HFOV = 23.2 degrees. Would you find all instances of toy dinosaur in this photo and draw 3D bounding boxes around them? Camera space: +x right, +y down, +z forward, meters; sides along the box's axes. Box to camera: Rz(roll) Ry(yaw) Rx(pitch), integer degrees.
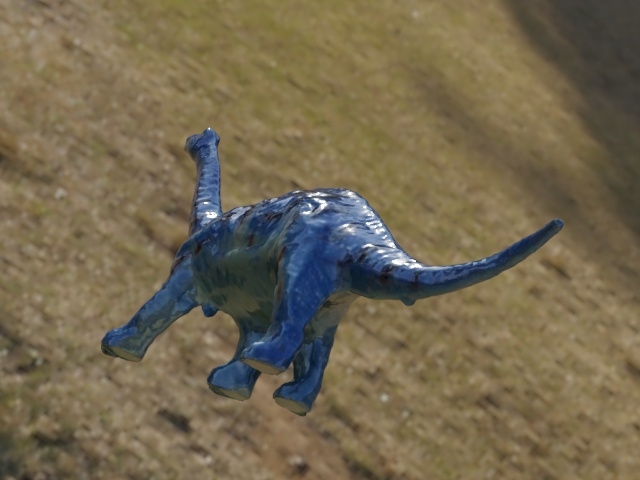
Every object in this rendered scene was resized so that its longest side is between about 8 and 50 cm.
[{"bbox_3d":[-0.021,0.024,0.777,0.076,0.144,0.329,37,-10,-31],"label":"toy dinosaur"}]
